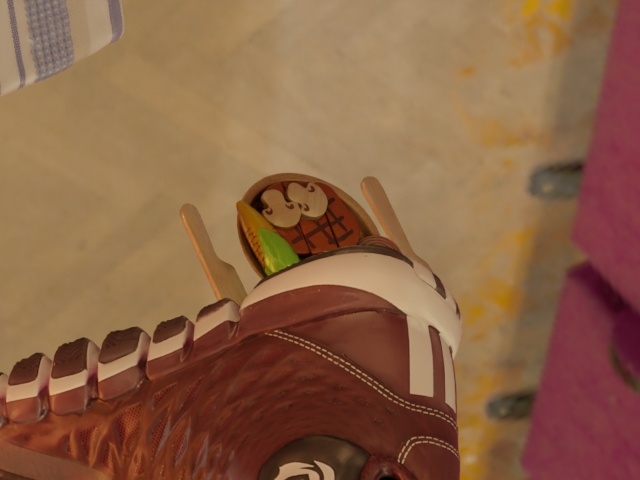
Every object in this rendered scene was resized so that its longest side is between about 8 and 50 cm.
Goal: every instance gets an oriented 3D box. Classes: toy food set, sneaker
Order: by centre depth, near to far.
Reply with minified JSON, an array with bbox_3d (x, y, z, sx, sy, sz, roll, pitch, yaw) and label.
[{"bbox_3d":[-0.064,0.121,0.753,0.281,0.163,0.106,-27,136,21],"label":"sneaker"},{"bbox_3d":[0.000,0.000,1.335,0.192,0.132,0.038,-11,153,-36],"label":"toy food set"}]

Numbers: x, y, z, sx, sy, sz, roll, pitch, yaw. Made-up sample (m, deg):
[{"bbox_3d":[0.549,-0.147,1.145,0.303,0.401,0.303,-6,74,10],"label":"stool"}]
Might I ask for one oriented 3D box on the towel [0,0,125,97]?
[{"bbox_3d":[-0.242,-0.211,1.320,0.034,0.285,0.209,3,112,28],"label":"towel"}]
